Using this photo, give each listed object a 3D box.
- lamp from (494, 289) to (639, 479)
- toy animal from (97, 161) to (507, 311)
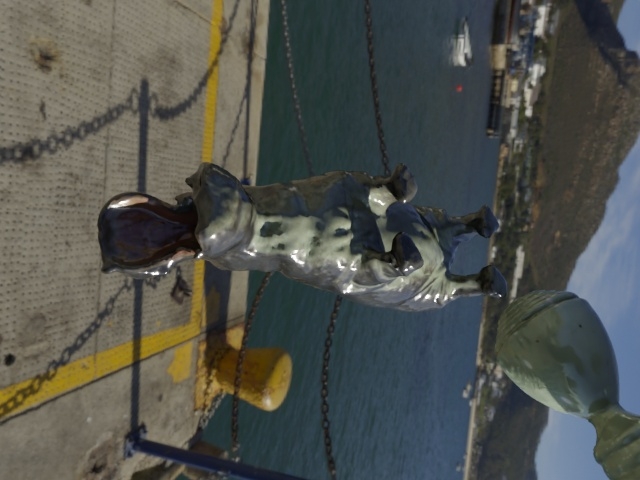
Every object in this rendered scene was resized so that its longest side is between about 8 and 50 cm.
[{"bbox_3d":[0.242,0.130,0.499,0.193,0.106,0.106,58,-5,34],"label":"lamp"},{"bbox_3d":[0.004,-0.005,0.451,0.343,0.168,0.106,9,72,-30],"label":"toy animal"}]
